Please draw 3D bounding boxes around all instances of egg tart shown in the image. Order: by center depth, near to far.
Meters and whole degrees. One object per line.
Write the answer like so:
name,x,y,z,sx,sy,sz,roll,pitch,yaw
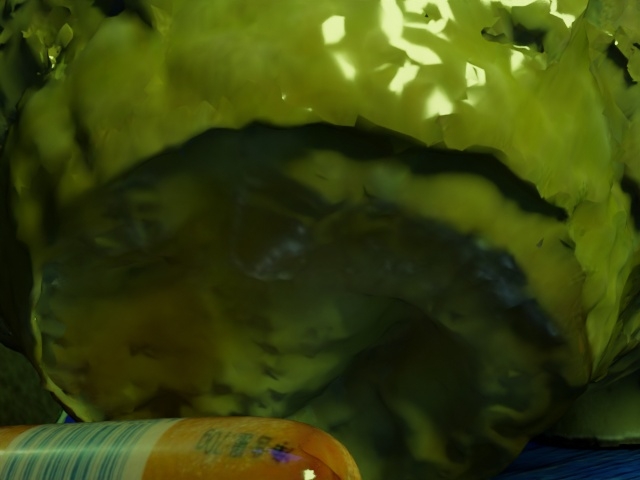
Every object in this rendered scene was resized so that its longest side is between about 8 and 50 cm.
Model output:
egg tart,-0.003,-0.002,0.425,0.341,0.341,0.129,-6,38,10

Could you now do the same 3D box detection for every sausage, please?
sausage,-0.125,0.091,0.412,0.348,0.053,0.053,-8,-5,33

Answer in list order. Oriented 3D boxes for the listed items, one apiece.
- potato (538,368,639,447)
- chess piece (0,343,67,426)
potato,0.198,0.051,0.676,0.182,0.117,0.202,-9,-3,8
chess piece,-0.313,0.073,0.701,0.299,0.194,0.195,-16,-8,22
